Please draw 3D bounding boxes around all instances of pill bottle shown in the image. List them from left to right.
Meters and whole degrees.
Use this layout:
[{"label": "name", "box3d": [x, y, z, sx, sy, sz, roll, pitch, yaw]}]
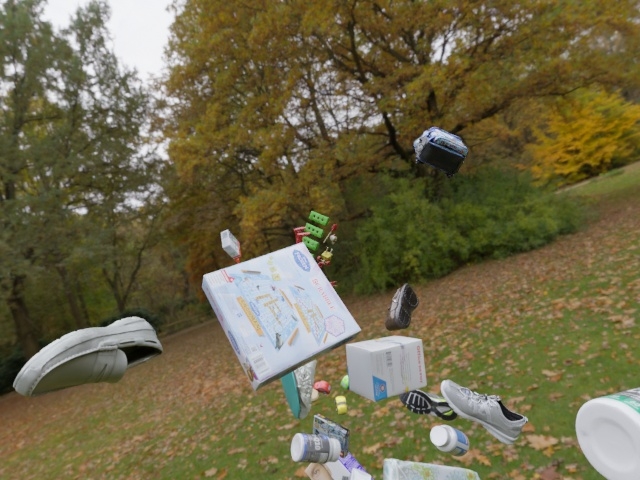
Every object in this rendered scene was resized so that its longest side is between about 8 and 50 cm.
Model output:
[{"label": "pill bottle", "box3d": [-0.013, 0.632, 1.253, 0.137, 0.078, 0.078, 17, -20, -24]}, {"label": "pill bottle", "box3d": [0.638, 0.990, 2.055, 0.124, 0.125, 0.221, -22, -44, 33]}, {"label": "pill bottle", "box3d": [0.860, 0.478, 1.050, 0.360, 0.205, 0.204, -2, -10, -22]}]

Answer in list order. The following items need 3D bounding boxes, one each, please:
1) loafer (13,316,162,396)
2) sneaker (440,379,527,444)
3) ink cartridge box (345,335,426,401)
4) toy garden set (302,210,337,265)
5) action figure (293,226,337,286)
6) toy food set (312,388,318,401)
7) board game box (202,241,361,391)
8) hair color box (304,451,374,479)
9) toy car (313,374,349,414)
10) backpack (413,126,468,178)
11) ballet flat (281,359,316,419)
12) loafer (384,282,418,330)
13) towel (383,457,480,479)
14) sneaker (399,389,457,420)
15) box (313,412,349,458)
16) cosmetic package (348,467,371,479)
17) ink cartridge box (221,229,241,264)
[{"label": "loafer", "box3d": [-0.445, 0.239, 0.842, 0.112, 0.111, 0.319, -54, -11, 14]}, {"label": "sneaker", "box3d": [0.522, 0.524, 1.329, 0.115, 0.281, 0.105, -62, -7, 24]}, {"label": "ink cartridge box", "box3d": [0.237, 0.452, 1.497, 0.232, 0.172, 0.168, -3, -4, -28]}, {"label": "toy garden set", "box3d": [0.000, 0.000, 2.107, 0.203, 0.245, 0.049, 25, 5, 29]}, {"label": "action figure", "box3d": [-0.018, 0.088, 1.568, 0.138, 0.281, 0.091, -9, 24, -13]}, {"label": "toy food set", "box3d": [-0.049, 0.656, 1.762, 0.082, 0.020, 0.083, 11, 21, -7]}, {"label": "board game box", "box3d": [-0.105, 0.183, 1.112, 0.317, 0.319, 0.066, -18, -28, -32]}, {"label": "hair color box", "box3d": [0.112, 1.076, 1.826, 0.185, 0.338, 0.110, -57, -27, 15]}, {"label": "toy car", "box3d": [0.106, 0.780, 2.198, 0.224, 0.053, 0.239, -28, 44, -34]}, {"label": "backpack", "box3d": [0.395, -0.309, 1.385, 0.173, 0.158, 0.117, -84, 18, -56]}, {"label": "ballet flat", "box3d": [-0.090, 0.383, 1.405, 0.146, 0.409, 0.147, -19, -33, -13]}, {"label": "loafer", "box3d": [0.410, 0.344, 2.162, 0.130, 0.134, 0.366, -32, 5, 32]}, {"label": "towel", "box3d": [0.366, 0.897, 1.321, 0.373, 0.321, 0.090, 16, -37, -16]}, {"label": "sneaker", "box3d": [0.517, 0.796, 2.032, 0.299, 0.111, 0.121, 22, -5, -5]}, {"label": "box", "box3d": [0.034, 0.657, 1.395, 0.136, 0.094, 0.027, 13, 14, 38]}, {"label": "cosmetic package", "box3d": [0.126, 0.975, 1.529, 0.085, 0.118, 0.231, 19, 12, 7]}, {"label": "ink cartridge box", "box3d": [-0.275, 0.023, 1.312, 0.029, 0.063, 0.115, -22, -36, 7]}]
